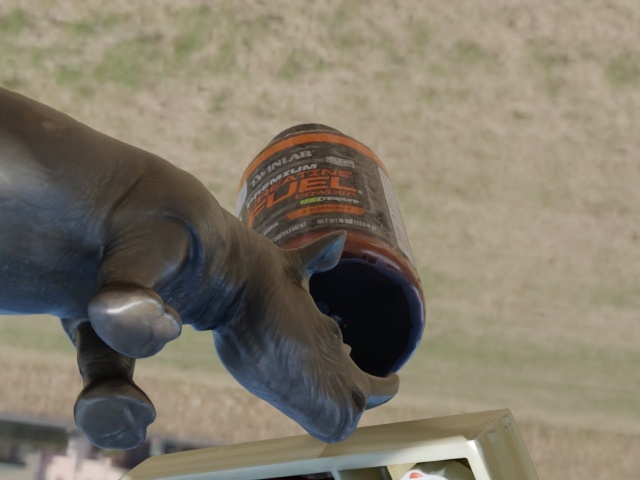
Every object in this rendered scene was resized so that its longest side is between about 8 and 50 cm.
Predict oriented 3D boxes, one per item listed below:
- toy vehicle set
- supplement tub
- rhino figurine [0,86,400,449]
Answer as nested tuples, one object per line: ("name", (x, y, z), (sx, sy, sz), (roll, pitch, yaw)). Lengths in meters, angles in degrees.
("toy vehicle set", (0.015, 0.184, 0.721), (0.267, 0.166, 0.035), (-15, -169, 42))
("supplement tub", (0.000, 0.000, 0.827), (0.106, 0.106, 0.198), (9, -152, -11))
("rhino figurine", (-0.068, 0.007, 0.447), (0.243, 0.106, 0.073), (23, 122, -27))
